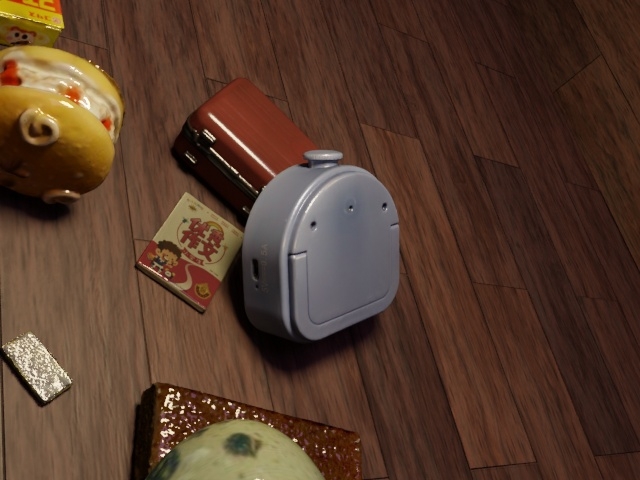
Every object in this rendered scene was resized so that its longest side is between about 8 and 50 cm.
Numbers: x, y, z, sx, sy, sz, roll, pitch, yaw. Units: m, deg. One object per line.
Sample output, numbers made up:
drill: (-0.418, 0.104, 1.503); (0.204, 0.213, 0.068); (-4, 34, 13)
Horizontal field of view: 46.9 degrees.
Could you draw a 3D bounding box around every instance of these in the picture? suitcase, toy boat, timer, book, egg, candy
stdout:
suitcase: (-0.155, -0.196, 1.648); (0.297, 0.161, 0.236); (43, 41, -6)
toy boat: (-0.455, 0.203, 1.184); (0.115, 0.016, 0.063); (50, 41, 3)
timer: (0.000, 0.000, 1.532); (0.395, 0.173, 0.394); (-12, 107, -47)
book: (-0.256, 0.019, 1.500); (0.162, 0.022, 0.232); (38, 42, -13)
egg: (-0.125, 0.464, 1.010); (0.345, 0.345, 0.427); (8, 74, -38)
candy: (-0.632, -0.529, 1.537); (0.146, 0.088, 0.276); (4, 57, -41)

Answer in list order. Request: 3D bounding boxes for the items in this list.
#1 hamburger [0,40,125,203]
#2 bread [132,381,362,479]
hamburger: (-0.505, -0.192, 1.276); (0.303, 0.261, 0.186); (15, 53, -10)
bread: (-0.117, 0.375, 1.281); (0.417, 0.113, 0.165); (23, 46, -26)
